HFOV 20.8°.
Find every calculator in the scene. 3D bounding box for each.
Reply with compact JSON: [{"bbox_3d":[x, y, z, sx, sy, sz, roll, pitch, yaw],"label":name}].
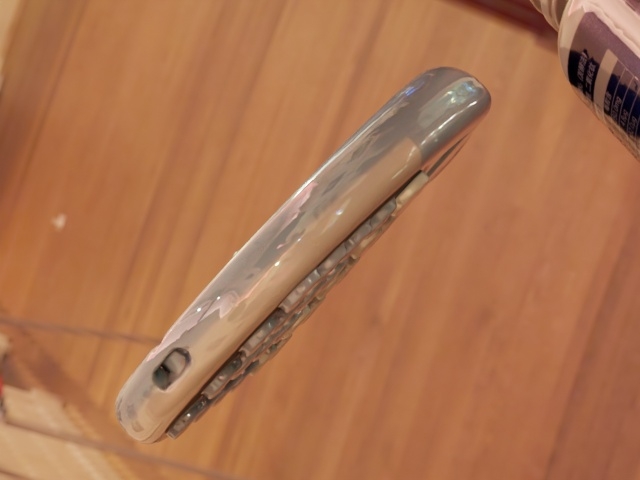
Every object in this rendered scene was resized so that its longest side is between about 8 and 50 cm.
[{"bbox_3d":[0.000,0.000,0.824,0.188,0.042,0.302,-50,-2,30],"label":"calculator"}]

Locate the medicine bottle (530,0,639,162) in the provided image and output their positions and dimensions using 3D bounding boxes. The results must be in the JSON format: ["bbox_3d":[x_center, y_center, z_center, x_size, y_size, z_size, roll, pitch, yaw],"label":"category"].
[{"bbox_3d":[0.166,-0.069,0.699,0.191,0.107,0.107,53,126,32],"label":"medicine bottle"}]
